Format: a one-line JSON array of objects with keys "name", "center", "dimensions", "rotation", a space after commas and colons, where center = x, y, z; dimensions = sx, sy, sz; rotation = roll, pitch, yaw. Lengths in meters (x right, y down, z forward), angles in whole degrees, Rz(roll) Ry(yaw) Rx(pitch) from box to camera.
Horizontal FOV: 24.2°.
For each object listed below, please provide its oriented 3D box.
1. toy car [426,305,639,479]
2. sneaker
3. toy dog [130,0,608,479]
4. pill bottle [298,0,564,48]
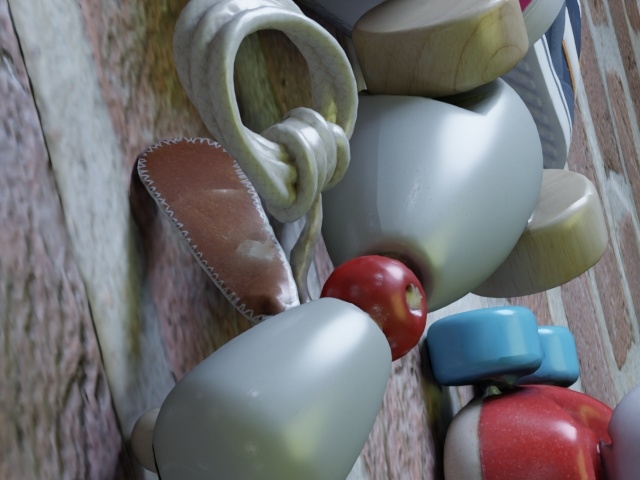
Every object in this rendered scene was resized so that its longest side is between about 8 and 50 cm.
[{"name": "toy car", "center": [0.214, 0.146, 0.960], "dimensions": [0.210, 0.238, 0.219], "rotation": [24, 56, -65]}, {"name": "sneaker", "center": [0.118, -0.193, 1.085], "dimensions": [0.127, 0.126, 0.321], "rotation": [-75, 157, -44]}, {"name": "toy dog", "center": [0.000, 0.000, 0.678], "dimensions": [0.333, 0.161, 0.220], "rotation": [-17, 97, -55]}, {"name": "pill bottle", "center": [0.044, -0.191, 0.827], "dimensions": [0.283, 0.160, 0.160], "rotation": [18, 61, -67]}]
